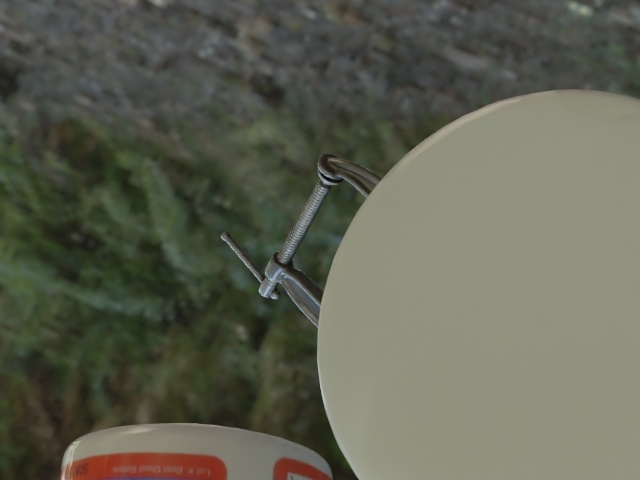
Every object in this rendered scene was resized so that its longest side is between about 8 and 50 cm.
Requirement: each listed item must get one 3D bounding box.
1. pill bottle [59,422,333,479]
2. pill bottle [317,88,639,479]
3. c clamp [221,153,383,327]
[{"bbox_3d":[-0.060,0.199,0.800,0.124,0.222,0.124,3,160,1],"label":"pill bottle"},{"bbox_3d":[0.161,0.090,0.863,0.224,0.224,0.392,18,170,30],"label":"pill bottle"},{"bbox_3d":[0.000,0.000,1.315,0.137,0.022,0.161,51,133,16],"label":"c clamp"}]
